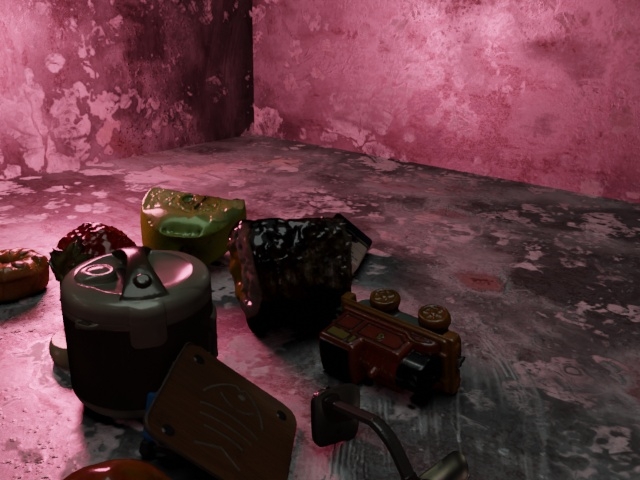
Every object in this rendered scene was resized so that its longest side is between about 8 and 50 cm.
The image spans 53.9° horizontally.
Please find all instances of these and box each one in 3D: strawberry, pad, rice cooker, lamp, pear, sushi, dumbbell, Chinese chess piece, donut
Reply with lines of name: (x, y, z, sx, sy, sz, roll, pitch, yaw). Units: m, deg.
strawberry: (-0.607, 0.074, 1.787, 0.257, 0.257, 0.277, 13, 3, 30)
pad: (-0.171, 0.334, 1.170, 0.286, 0.018, 0.284, 37, 19, -9)
rice cooker: (-0.387, 0.177, 1.370, 0.335, 0.325, 0.335, 1, 20, 0)
lamp: (0.133, 0.370, 1.182, 0.203, 0.124, 0.283, -3, 21, -40)
pear: (-0.437, -0.008, 2.044, 0.342, 0.238, 0.318, 9, 33, 5)
sushi: (-0.079, 0.086, 1.673, 0.294, 0.299, 0.281, -5, 2, -22)
dumbbell: (-0.301, 0.398, 1.193, 0.083, 0.040, 0.036, 7, -9, 16)
Chinese chess piece: (-0.583, 0.258, 1.532, 0.144, 0.058, 0.144, 3, 20, -1)
donut: (-0.923, 0.097, 1.867, 0.226, 0.114, 0.226, 1, 21, 0)

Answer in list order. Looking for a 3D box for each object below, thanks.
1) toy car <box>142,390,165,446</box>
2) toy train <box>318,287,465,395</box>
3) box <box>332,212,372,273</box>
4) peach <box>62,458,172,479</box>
toy car: (-0.268, 0.333, 1.223, 0.100, 0.097, 0.191, 5, -4, 37)
toy train: (0.152, 0.244, 1.472, 0.369, 0.163, 0.231, 18, 39, 39)
box: (0.074, 0.013, 2.114, 0.168, 0.071, 0.259, 39, 26, -1)
peach: (-0.295, 0.421, 0.910, 0.214, 0.214, 0.235, 8, 3, 19)
